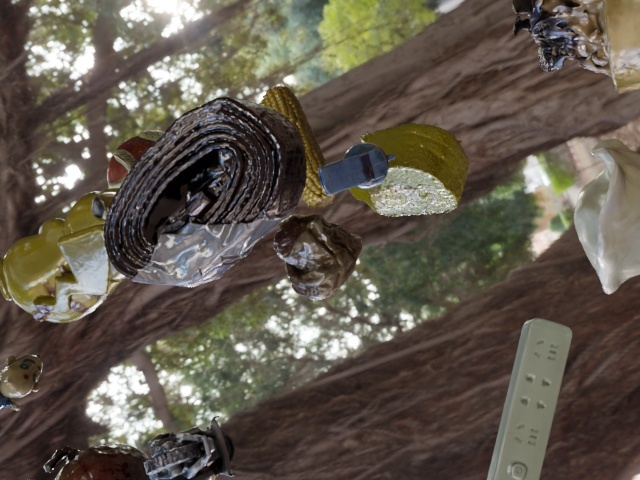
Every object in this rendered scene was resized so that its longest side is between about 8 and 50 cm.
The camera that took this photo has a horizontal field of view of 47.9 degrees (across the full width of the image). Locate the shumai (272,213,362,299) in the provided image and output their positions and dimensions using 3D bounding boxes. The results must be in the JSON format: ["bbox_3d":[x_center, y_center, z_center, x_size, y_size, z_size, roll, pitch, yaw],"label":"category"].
[{"bbox_3d":[0.002,0.003,1.634,0.218,0.184,0.185,-46,-29,-33],"label":"shumai"}]

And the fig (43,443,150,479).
[{"bbox_3d":[-0.474,0.539,1.576,0.235,0.235,0.214,42,-164,-51],"label":"fig"}]

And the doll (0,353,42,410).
[{"bbox_3d":[-0.621,0.290,1.424,0.102,0.089,0.179,54,-128,-19],"label":"doll"}]

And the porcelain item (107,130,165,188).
[{"bbox_3d":[-0.434,-0.169,1.907,0.253,0.253,0.253,54,-160,-31],"label":"porcelain item"}]

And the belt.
[{"bbox_3d":[-0.149,-0.060,0.967,0.184,0.289,0.164,49,-165,1],"label":"belt"}]

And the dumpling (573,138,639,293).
[{"bbox_3d":[0.596,-0.037,1.409,0.243,0.187,0.318,-22,-72,-59],"label":"dumpling"}]

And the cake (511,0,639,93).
[{"bbox_3d":[0.521,-0.425,1.322,0.332,0.321,0.332,2,-92,-60],"label":"cake"}]

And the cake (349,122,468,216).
[{"bbox_3d":[0.178,-0.150,1.542,0.179,0.260,0.156,45,-125,-37],"label":"cake"}]

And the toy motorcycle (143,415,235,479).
[{"bbox_3d":[-0.212,0.357,1.196,0.270,0.159,0.106,121,130,-66],"label":"toy motorcycle"}]

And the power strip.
[{"bbox_3d":[0.408,0.345,1.419,0.062,0.091,0.385,82,-155,-76],"label":"power strip"}]

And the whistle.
[{"bbox_3d":[0.063,-0.126,1.274,0.090,0.158,0.090,160,90,-74],"label":"whistle"}]

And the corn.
[{"bbox_3d":[-0.059,-0.215,1.594,0.101,0.101,0.310,19,-133,-67],"label":"corn"}]

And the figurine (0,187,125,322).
[{"bbox_3d":[-0.381,0.015,1.189,0.218,0.327,0.169,32,-156,-55],"label":"figurine"}]
